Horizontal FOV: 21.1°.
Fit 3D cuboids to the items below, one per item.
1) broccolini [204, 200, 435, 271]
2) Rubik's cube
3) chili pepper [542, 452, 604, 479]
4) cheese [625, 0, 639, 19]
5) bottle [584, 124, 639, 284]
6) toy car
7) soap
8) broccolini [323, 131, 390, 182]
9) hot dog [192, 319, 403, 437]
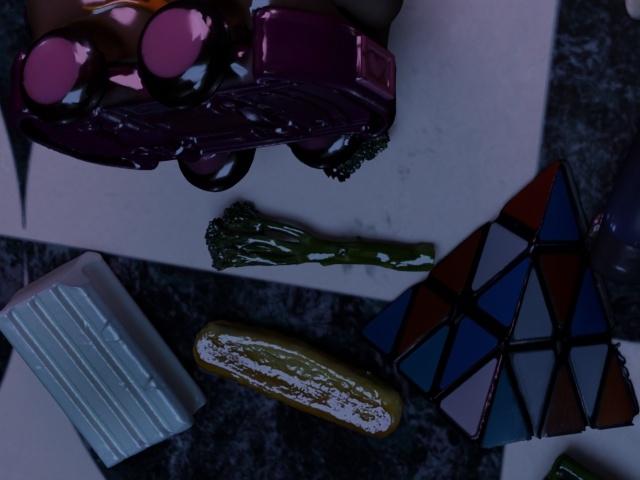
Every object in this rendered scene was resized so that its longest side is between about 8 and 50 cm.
[{"bbox_3d":[0.000,0.001,1.620,0.216,0.058,0.067,1,120,4],"label":"broccolini"},{"bbox_3d":[0.164,0.029,1.575,0.250,0.284,0.234,24,105,41],"label":"Rubik's cube"},{"bbox_3d":[0.310,0.304,1.665,0.253,0.083,0.099,44,129,-5],"label":"chili pepper"},{"bbox_3d":[0.439,-0.239,1.370,0.400,0.034,0.085,-5,120,19],"label":"cheese"},{"bbox_3d":[0.297,-0.072,1.473,0.082,0.072,0.244,26,121,14],"label":"bottle"},{"bbox_3d":[-0.094,-0.188,1.423,0.340,0.271,0.240,-7,76,26],"label":"toy car"},{"bbox_3d":[-0.219,0.120,1.723,0.119,0.066,0.198,-28,107,25],"label":"soap"},{"bbox_3d":[-0.032,-0.125,1.545,0.201,0.074,0.058,30,138,1],"label":"broccolini"},{"bbox_3d":[-0.020,0.129,1.684,0.215,0.047,0.066,19,106,6],"label":"hot dog"}]
